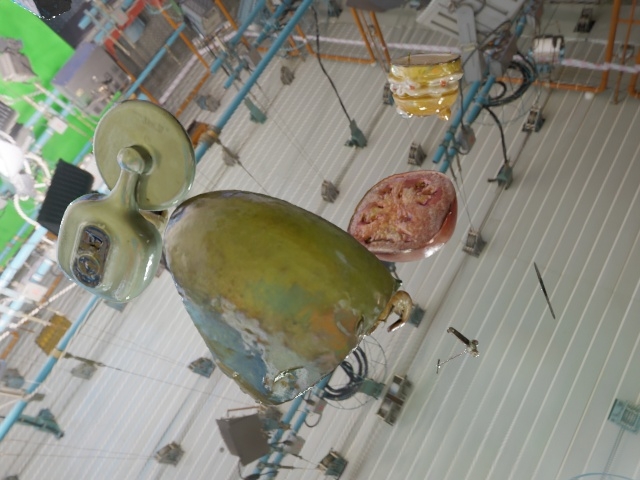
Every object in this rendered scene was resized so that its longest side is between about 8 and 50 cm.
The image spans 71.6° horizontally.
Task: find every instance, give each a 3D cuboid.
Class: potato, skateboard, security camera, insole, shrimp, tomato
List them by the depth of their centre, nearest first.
[{"bbox_3d":[-0.092,0.062,0.536,0.269,0.255,0.112,-42,-167,22],"label":"potato"},{"bbox_3d":[-0.284,-0.051,0.635,0.157,0.080,0.301,28,-69,4],"label":"security camera"},{"bbox_3d":[0.207,0.179,0.724,0.083,0.064,0.032,-48,-170,35],"label":"skateboard"},{"bbox_3d":[0.572,0.127,1.136,0.002,0.053,0.152,-23,-105,32],"label":"insole"},{"bbox_3d":[0.178,0.199,1.156,0.162,0.095,0.045,-45,-144,-13],"label":"shrimp"},{"bbox_3d":[0.256,-0.052,1.299,0.338,0.143,0.338,-21,-137,22],"label":"tomato"}]

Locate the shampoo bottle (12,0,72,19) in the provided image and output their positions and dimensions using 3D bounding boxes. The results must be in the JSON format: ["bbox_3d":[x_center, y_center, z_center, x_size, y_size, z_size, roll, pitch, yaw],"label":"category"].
[{"bbox_3d":[-0.507,-0.438,0.663,0.309,0.098,0.071,31,-121,16],"label":"shampoo bottle"}]

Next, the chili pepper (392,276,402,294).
[{"bbox_3d":[0.000,0.000,0.879,0.359,0.085,0.076,32,-81,10],"label":"chili pepper"}]

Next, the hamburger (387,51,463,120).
[{"bbox_3d":[0.395,-0.581,1.689,0.276,0.236,0.276,-7,-148,4],"label":"hamburger"}]

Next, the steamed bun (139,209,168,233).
[{"bbox_3d":[-0.548,-0.068,1.385,0.172,0.141,0.155,-50,-163,43],"label":"steamed bun"}]
